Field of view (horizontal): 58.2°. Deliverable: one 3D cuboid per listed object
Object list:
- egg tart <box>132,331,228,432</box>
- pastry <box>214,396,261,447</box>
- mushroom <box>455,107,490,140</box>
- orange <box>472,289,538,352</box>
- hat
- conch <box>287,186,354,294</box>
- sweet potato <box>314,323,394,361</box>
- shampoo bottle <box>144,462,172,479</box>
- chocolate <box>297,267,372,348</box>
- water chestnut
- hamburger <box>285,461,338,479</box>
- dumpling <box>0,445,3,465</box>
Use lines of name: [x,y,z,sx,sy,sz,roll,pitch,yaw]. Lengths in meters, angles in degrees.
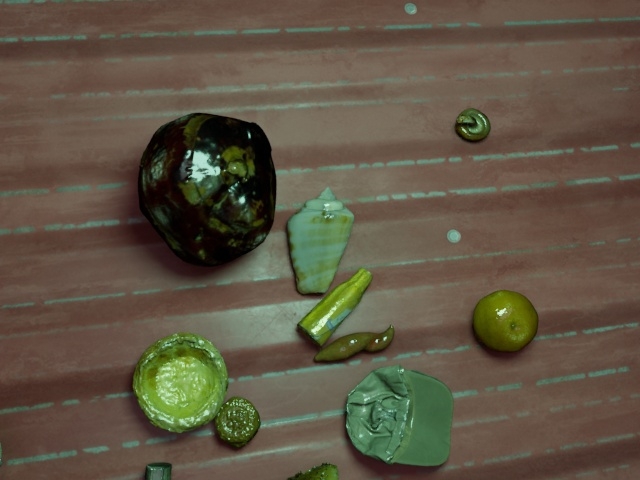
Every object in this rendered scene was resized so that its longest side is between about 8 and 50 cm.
egg tart: [-0.304,0.307,1.262,0.213,0.090,0.212,1,78,-7]
pastry: [-0.183,0.402,1.277,0.097,0.057,0.109,-10,76,-5]
mushroom: [0.390,-0.310,1.521,0.130,0.073,0.088,6,90,-42]
orange: [0.444,0.193,1.391,0.155,0.134,0.154,0,99,-2]
hat: [0.184,0.413,1.328,0.245,0.149,0.214,31,61,-38]
conch: [0.002,-0.004,1.364,0.159,0.127,0.254,3,77,-9]
sweet potato: [0.082,0.246,1.353,0.202,0.058,0.055,-13,81,-9]
shampoo bottle: [-0.343,0.584,1.191,0.056,0.086,0.227,3,77,-10]
chocolate: [0.041,0.148,1.362,0.086,0.085,0.219,42,72,3]
water chestnut: [-0.267,-0.110,1.278,0.347,0.335,0.334,-8,74,32]
hamburger: [-0.017,0.543,1.214,0.186,0.177,0.113,-33,75,13]
dumpling: [-0.762,0.469,1.120,0.204,0.163,0.293,40,86,-2]
